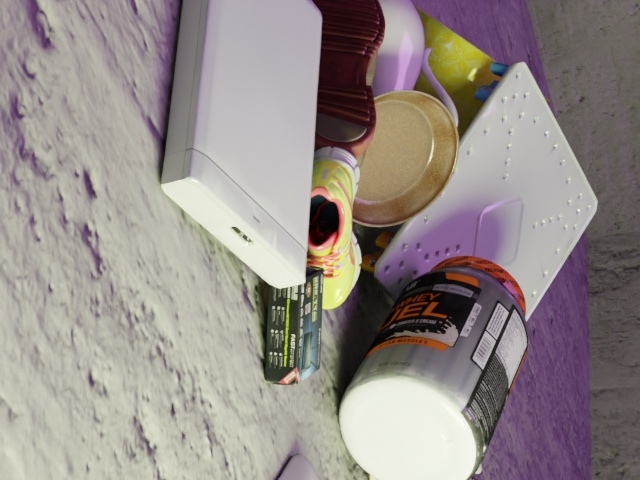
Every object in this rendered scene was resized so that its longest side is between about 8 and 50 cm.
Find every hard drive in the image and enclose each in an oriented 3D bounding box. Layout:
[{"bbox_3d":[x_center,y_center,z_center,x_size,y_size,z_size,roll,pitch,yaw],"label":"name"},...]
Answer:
[{"bbox_3d":[-0.074,-0.157,1.453,0.233,0.047,0.353,44,41,-50],"label":"hard drive"}]

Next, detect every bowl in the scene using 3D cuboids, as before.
[{"bbox_3d":[0.204,-0.240,2.178,0.156,0.289,0.289,-56,164,9],"label":"bowl"}]

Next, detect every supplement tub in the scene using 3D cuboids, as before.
[{"bbox_3d":[0.161,0.165,1.806,0.316,0.194,0.193,-56,136,-52],"label":"supplement tub"}]

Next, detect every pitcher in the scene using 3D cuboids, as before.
[{"bbox_3d":[0.106,-0.238,1.907,0.125,0.178,0.207,145,-53,-64],"label":"pitcher"}]

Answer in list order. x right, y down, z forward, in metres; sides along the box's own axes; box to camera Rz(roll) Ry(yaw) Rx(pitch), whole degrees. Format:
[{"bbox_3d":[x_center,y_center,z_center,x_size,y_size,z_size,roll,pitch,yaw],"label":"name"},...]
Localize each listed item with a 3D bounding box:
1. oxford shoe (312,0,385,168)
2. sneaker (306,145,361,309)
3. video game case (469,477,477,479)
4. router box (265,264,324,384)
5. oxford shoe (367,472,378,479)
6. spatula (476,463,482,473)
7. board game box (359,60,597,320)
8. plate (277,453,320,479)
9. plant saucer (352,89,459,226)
[{"bbox_3d":[0.008,-0.200,1.730,0.130,0.123,0.348,103,-4,-48],"label":"oxford shoe"},{"bbox_3d":[0.000,0.000,1.587,0.094,0.081,0.208,-68,160,-56],"label":"sneaker"},{"bbox_3d":[0.211,0.470,2.163,0.232,0.042,0.210,41,46,-65],"label":"video game case"},{"bbox_3d":[-0.028,0.093,1.527,0.092,0.038,0.122,-23,116,-73],"label":"router box"},{"bbox_3d":[0.105,0.357,1.865,0.076,0.076,0.212,-129,-163,-62],"label":"oxford shoe"},{"bbox_3d":[0.202,0.235,2.165,0.168,0.019,0.242,24,55,-33],"label":"spatula"},{"bbox_3d":[0.250,-0.013,2.066,0.390,0.050,0.390,-56,139,-15],"label":"board game box"},{"bbox_3d":[-0.017,0.405,1.466,0.277,0.045,0.278,-47,127,-67],"label":"plate"},{"bbox_3d":[0.091,-0.114,1.839,0.036,0.199,0.198,47,-21,55],"label":"plant saucer"}]
